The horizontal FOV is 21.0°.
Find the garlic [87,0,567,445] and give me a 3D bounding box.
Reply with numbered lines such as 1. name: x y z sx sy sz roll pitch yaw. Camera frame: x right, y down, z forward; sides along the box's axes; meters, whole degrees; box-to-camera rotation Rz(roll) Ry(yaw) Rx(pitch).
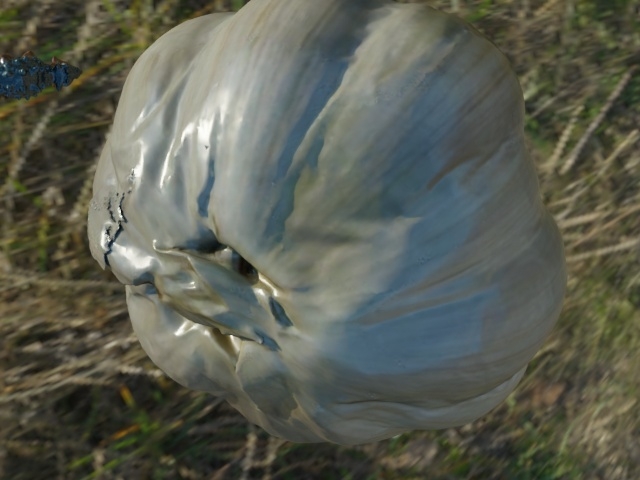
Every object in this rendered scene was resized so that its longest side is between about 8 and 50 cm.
1. garlic: -0.004 -0.002 0.758 0.228 0.152 0.228 12 126 17

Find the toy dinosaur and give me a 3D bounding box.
1. toy dinosaur: -0.312 -0.164 1.741 0.055 0.154 0.049 25 119 50
